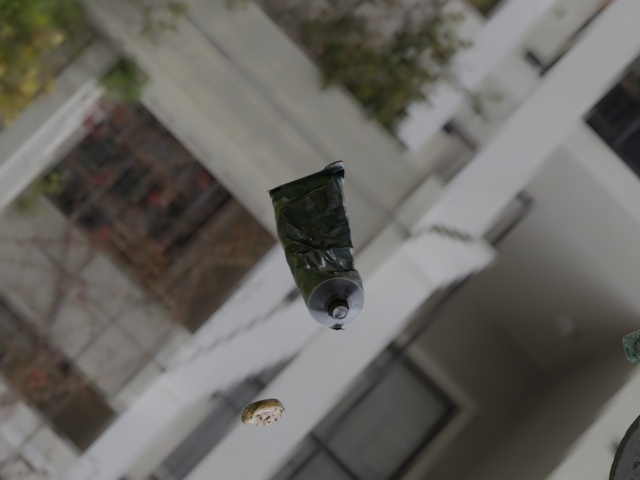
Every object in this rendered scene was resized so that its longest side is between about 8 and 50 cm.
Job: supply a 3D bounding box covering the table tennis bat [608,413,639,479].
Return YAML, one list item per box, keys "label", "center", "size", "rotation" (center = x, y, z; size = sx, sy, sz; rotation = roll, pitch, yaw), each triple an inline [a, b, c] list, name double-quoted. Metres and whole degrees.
- label: "table tennis bat"
  center: [0.309, 0.252, 1.687]
  size: [0.022, 0.131, 0.234]
  rotation: [-46, 150, -80]

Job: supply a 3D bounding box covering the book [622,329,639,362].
- label: "book"
  center: [0.392, 0.036, 1.358]
  size: [0.264, 0.031, 0.379]
  rotation: [-9, 172, -11]

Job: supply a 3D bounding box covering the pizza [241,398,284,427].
- label: "pizza"
  center: [-0.051, 0.158, 1.749]
  size: [0.037, 0.016, 0.083]
  rotation: [-29, 166, 6]

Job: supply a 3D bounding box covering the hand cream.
- label: "hand cream"
  center: [0.000, 0.000, 1.760]
  size: [0.248, 0.075, 0.052]
  rotation: [-102, -164, -57]
